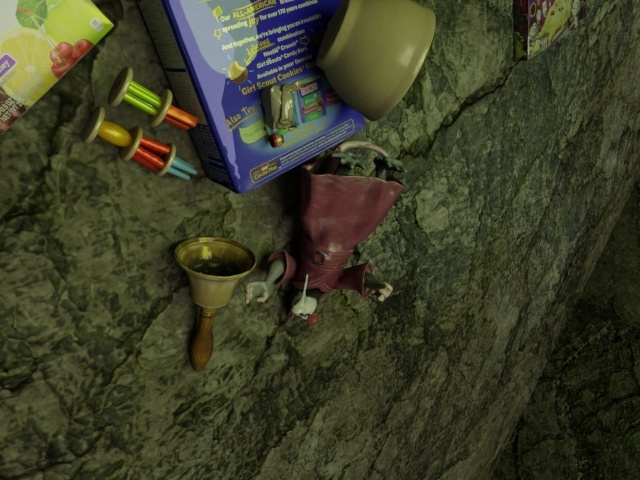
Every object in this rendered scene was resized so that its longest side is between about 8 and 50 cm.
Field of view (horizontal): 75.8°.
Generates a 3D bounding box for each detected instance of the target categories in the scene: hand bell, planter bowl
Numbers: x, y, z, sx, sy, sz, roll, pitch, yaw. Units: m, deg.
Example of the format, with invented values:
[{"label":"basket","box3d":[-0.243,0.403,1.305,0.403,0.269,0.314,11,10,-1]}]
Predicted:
[{"label":"hand bell","box3d":[-0.190,0.128,0.694,0.126,0.126,0.241,-8,122,-40]},{"label":"planter bowl","box3d":[0.062,-0.263,0.562,0.109,0.162,0.162,21,92,-20]}]

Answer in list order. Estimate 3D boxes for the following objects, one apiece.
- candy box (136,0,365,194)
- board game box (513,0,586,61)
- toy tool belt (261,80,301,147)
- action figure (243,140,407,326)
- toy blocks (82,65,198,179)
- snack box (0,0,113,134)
[{"label":"candy box","box3d":[-0.087,-0.272,0.601,0.268,0.122,0.317,-33,127,-27]},{"label":"board game box","box3d":[0.652,-0.666,1.155,0.347,0.056,0.208,-36,123,-26]},{"label":"toy tool belt","box3d":[-0.047,-0.171,0.558,0.051,0.052,0.083,-17,120,-25]},{"label":"action figure","box3d":[0.000,0.000,0.785,0.248,0.275,0.370,15,117,-14]},{"label":"toy blocks","box3d":[-0.216,-0.143,0.552,0.123,0.054,0.148,-36,141,26]},{"label":"snack box","box3d":[-0.353,-0.242,0.402,0.174,0.070,0.207,-50,131,-6]}]
